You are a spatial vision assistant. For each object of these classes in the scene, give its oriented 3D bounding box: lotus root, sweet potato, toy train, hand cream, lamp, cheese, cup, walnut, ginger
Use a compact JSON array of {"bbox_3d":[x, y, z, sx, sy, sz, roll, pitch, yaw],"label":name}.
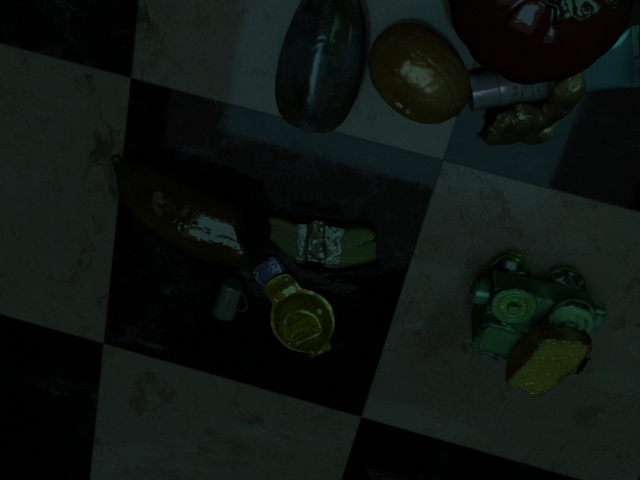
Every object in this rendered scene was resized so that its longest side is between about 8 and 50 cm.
[{"bbox_3d":[0.008,-0.358,1.149,0.158,0.140,0.323,14,111,3],"label":"lotus root"},{"bbox_3d":[-0.290,-0.058,1.317,0.369,0.158,0.158,25,114,1],"label":"sweet potato"},{"bbox_3d":[0.435,0.151,1.284,0.271,0.159,0.188,13,123,4],"label":"toy train"},{"bbox_3d":[0.429,-0.308,1.154,0.312,0.070,0.111,-11,108,5],"label":"hand cream"},{"bbox_3d":[0.352,-0.405,1.003,0.302,0.257,0.304,1,84,-14],"label":"lamp"},{"bbox_3d":[-0.060,0.149,1.407,0.156,0.064,0.250,-31,95,18],"label":"cheese"},{"bbox_3d":[-0.202,0.139,1.429,0.074,0.054,0.083,22,111,1],"label":"cup"},{"bbox_3d":[0.180,-0.300,1.133,0.206,0.159,0.159,40,112,-9],"label":"walnut"},{"bbox_3d":[0.388,-0.230,1.135,0.132,0.059,0.214,3,156,-13],"label":"ginger"}]

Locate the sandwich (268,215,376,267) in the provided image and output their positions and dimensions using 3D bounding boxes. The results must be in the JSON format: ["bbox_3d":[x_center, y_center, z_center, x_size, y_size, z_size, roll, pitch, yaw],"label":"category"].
[{"bbox_3d":[0.000,0.000,1.322,0.244,0.088,0.090,8,109,6],"label":"sandwich"}]

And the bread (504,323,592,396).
[{"bbox_3d":[0.434,0.226,1.205,0.103,0.065,0.187,19,134,-3],"label":"bread"}]
